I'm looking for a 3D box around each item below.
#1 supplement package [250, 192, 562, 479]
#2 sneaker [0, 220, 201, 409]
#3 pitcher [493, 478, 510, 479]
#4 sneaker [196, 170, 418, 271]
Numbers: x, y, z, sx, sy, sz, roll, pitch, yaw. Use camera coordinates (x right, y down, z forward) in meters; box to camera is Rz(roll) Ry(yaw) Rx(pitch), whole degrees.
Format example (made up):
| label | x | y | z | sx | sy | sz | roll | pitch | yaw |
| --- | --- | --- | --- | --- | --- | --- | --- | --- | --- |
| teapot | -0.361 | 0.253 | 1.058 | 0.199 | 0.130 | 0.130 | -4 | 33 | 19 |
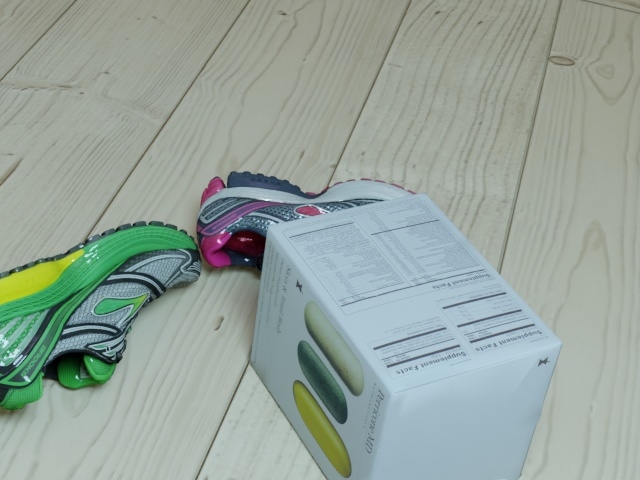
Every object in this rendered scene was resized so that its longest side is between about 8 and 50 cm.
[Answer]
| label | x | y | z | sx | sy | sz | roll | pitch | yaw |
| --- | --- | --- | --- | --- | --- | --- | --- | --- | --- |
| supplement package | 0.077 | 0.118 | 1.340 | 0.198 | 0.199 | 0.263 | -13 | 42 | -26 |
| sneaker | -0.253 | 0.083 | 1.406 | 0.343 | 0.134 | 0.146 | -27 | 86 | -47 |
| pitcher | 0.088 | 0.298 | 1.100 | 0.177 | 0.207 | 0.125 | -15 | 43 | -29 |
| sneaker | 0.000 | 0.000 | 1.554 | 0.299 | 0.121 | 0.112 | 3 | 41 | 2 |
